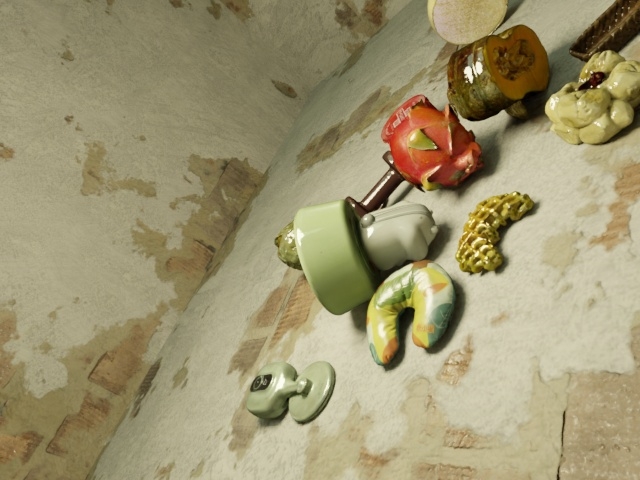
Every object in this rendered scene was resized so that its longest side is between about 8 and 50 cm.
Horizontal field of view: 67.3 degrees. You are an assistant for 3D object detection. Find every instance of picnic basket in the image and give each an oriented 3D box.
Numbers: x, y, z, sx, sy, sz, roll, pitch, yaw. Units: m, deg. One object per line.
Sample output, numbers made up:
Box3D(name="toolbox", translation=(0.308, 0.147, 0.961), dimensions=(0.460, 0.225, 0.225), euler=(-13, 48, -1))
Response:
Box3D(name="picnic basket", translation=(0.667, -0.481, 1.087), dimensions=(0.193, 0.055, 0.110), euler=(-44, 23, 18))

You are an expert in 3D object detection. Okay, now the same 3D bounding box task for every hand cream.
Box3D(name="hand cream", translation=(0.302, -0.359, 1.550), dimensions=(0.193, 0.125, 0.193), euler=(-44, 21, 22))

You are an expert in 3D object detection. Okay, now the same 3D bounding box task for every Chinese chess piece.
Box3D(name="Chinese chess piece", translation=(0.507, -0.817, 1.662), dimensions=(0.270, 0.270, 0.112), euler=(-36, 37, 36))

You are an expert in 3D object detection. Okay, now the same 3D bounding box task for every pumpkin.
Box3D(name="pumpkin", translation=(0.441, -0.390, 1.178), dimensions=(0.139, 0.222, 0.317), euler=(-11, 15, 47))

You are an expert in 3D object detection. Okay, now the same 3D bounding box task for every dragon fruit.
Box3D(name="dragon fruit", translation=(0.297, -0.233, 1.238), dimensions=(0.224, 0.227, 0.224), euler=(-39, -14, -12))

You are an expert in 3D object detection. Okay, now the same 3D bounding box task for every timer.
Box3D(name="timer", translation=(0.134, 0.005, 1.193), dimensions=(0.315, 0.291, 0.291), euler=(-20, 31, 15))

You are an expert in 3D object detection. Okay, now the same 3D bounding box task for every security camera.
Box3D(name="security camera", translation=(-0.083, 0.377, 1.231), dimensions=(0.301, 0.080, 0.157), euler=(-23, 34, 46))

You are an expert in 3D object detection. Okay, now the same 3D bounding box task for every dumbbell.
Box3D(name="dumbbell", translation=(0.182, -0.146, 1.434), dimensions=(0.225, 0.140, 0.124), euler=(-48, 0, 10))

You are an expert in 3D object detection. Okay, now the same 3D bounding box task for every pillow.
Box3D(name="pillow", translation=(0.191, 0.150, 1.034), dimensions=(0.233, 0.086, 0.214), euler=(-30, 40, 39))

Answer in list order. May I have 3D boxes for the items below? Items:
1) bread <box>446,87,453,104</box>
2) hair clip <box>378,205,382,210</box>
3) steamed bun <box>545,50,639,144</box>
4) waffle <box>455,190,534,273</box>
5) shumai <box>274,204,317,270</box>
Box3D(name="bread", translation=(0.444, -0.484, 1.548), dimensions=(0.082, 0.060, 0.113), euler=(-29, 32, 41))
Box3D(name="hair clip", translation=(0.165, -0.103, 1.561), dimensions=(0.137, 0.022, 0.054), euler=(-29, 31, 45))
Box3D(name="steamed bun", translation=(0.544, -0.283, 0.951), dimensions=(0.177, 0.106, 0.192), euler=(-47, 23, 17))
Box3D(name="waffle", translation=(0.353, -0.020, 1.000), dimensions=(0.149, 0.051, 0.194), euler=(-17, 40, 59))
Box3D(name="shumai", translation=(-0.002, 0.000, 1.586), dimensions=(0.218, 0.189, 0.256), euler=(7, 44, 46))
